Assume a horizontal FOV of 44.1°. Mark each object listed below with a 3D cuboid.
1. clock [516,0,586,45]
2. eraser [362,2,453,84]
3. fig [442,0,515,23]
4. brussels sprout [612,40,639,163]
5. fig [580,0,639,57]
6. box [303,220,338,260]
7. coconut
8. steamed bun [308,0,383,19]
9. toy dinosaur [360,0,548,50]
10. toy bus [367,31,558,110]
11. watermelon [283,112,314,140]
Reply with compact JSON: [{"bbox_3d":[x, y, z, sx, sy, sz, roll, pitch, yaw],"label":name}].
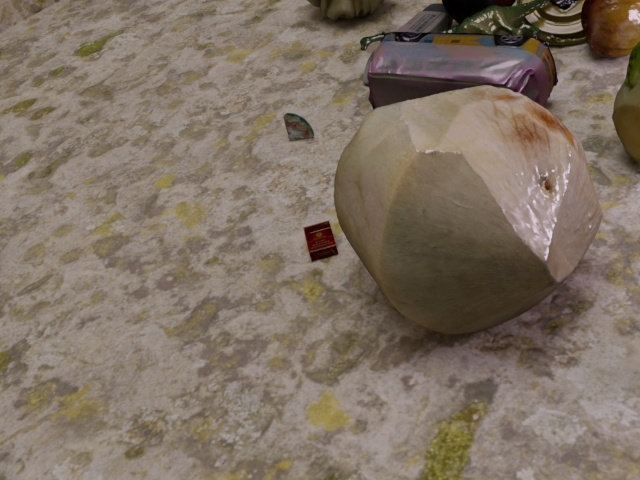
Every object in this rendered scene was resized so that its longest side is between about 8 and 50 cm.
[{"bbox_3d":[0.581,-0.568,1.876,0.237,0.057,0.237,-6,63,12],"label":"clock"},{"bbox_3d":[0.225,-0.494,1.975,0.089,0.061,0.352,16,47,36],"label":"eraser"},{"bbox_3d":[0.363,-0.642,1.960,0.249,0.186,0.204,31,76,28],"label":"fig"},{"bbox_3d":[0.659,-0.262,1.394,0.294,0.227,0.259,-34,25,-11],"label":"brussels sprout"},{"bbox_3d":[0.704,-0.475,1.737,0.257,0.159,0.159,7,38,-4],"label":"fig"},{"bbox_3d":[0.000,0.000,1.458,0.051,0.023,0.082,-14,37,0],"label":"box"},{"bbox_3d":[0.229,-0.056,1.182,0.415,0.345,0.415,-11,34,7],"label":"coconut"},{"bbox_3d":[0.050,-0.739,2.204,0.289,0.276,0.203,29,63,13],"label":"steamed bun"},{"bbox_3d":[0.346,-0.517,1.868,0.447,0.087,0.301,-39,55,-13],"label":"toy dinosaur"},{"bbox_3d":[0.289,-0.328,1.667,0.386,0.171,0.162,9,54,29],"label":"toy bus"},{"bbox_3d":[-0.057,-0.253,1.795,0.085,0.085,0.061,31,86,44],"label":"watermelon"}]
